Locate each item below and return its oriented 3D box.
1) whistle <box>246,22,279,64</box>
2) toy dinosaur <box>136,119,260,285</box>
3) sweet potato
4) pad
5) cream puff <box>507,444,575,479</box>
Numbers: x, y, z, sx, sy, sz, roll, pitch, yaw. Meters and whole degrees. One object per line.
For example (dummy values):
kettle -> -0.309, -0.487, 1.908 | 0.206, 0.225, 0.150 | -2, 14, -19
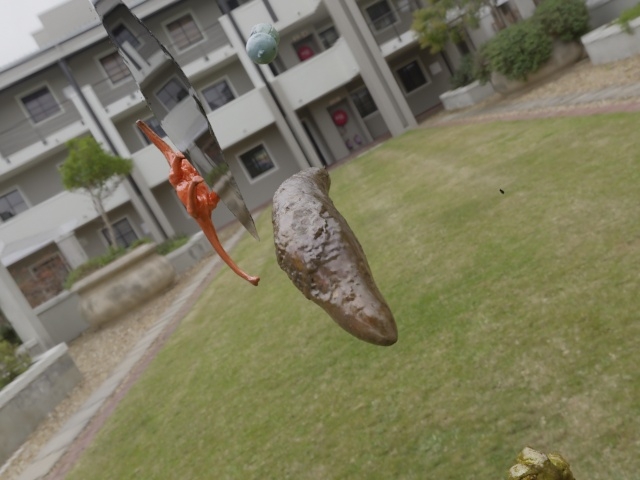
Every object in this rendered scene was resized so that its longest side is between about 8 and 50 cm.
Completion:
whistle -> -0.065, -0.229, 0.697 | 0.035, 0.035, 0.100 | -26, 32, 17
toy dinosaur -> -0.163, -0.058, 0.848 | 0.055, 0.279, 0.101 | -29, -10, -35
sweet potato -> -0.004, -0.002, 0.733 | 0.092, 0.114, 0.341 | -65, 28, 28
pad -> -0.041, -0.059, 0.438 | 0.055, 0.323, 0.250 | -56, -15, -17
cream puff -> 0.267, 0.285, 0.723 | 0.083, 0.083, 0.058 | -35, 0, -37
